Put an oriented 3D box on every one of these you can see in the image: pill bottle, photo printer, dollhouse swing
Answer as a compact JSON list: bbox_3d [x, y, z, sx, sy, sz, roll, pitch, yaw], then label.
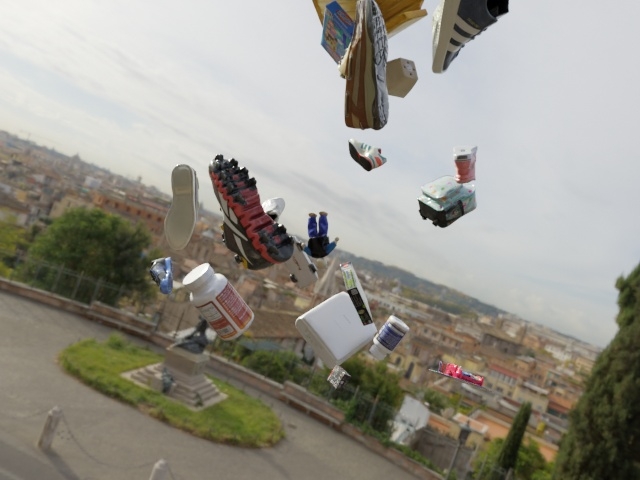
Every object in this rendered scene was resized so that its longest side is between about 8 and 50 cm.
[{"bbox_3d":[-0.300,0.177,1.521,0.216,0.121,0.121,57,-16,-22],"label":"pill bottle"},{"bbox_3d":[0.082,0.367,2.212,0.307,0.107,0.256,-26,69,-41],"label":"photo printer"},{"bbox_3d":[0.174,-0.973,2.010,0.315,0.347,0.305,-19,3,39],"label":"dollhouse swing"},{"bbox_3d":[0.275,0.399,2.116,0.094,0.169,0.094,35,6,-4],"label":"pill bottle"}]

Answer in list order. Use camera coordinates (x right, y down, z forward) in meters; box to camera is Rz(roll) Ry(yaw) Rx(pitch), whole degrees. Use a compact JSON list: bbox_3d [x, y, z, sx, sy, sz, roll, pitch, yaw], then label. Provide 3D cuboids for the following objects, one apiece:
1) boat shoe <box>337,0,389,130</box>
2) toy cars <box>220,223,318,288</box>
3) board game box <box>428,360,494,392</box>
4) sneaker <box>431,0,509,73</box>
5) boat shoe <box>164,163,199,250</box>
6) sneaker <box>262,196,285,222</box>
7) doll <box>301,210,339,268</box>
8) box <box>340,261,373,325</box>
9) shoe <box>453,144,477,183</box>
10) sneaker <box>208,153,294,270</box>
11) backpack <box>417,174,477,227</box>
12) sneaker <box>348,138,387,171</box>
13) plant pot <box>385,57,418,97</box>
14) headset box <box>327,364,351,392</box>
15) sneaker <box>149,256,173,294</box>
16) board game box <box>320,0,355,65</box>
[{"bbox_3d":[0.100,-0.439,1.317,0.120,0.324,0.122,-1,-1,27],"label":"boat shoe"},{"bbox_3d":[-0.181,0.037,1.897,0.393,0.176,0.087,20,13,-4],"label":"toy cars"},{"bbox_3d":[0.339,0.318,1.232,0.133,0.033,0.168,11,-13,34],"label":"board game box"},{"bbox_3d":[0.329,-0.486,1.148,0.148,0.131,0.350,0,-14,4],"label":"sneaker"},{"bbox_3d":[-0.514,-0.120,1.968,0.116,0.324,0.097,0,-7,5],"label":"boat shoe"},{"bbox_3d":[-0.187,-0.095,1.999,0.115,0.232,0.090,-13,-62,40],"label":"sneaker"},{"bbox_3d":[0.000,0.000,1.712,0.129,0.189,0.046,-6,-17,13],"label":"doll"},{"bbox_3d":[0.121,0.177,1.710,0.114,0.036,0.207,-102,170,-46],"label":"box"},{"bbox_3d":[0.389,-0.207,1.406,0.063,0.081,0.178,0,19,20],"label":"shoe"},{"bbox_3d":[-0.175,-0.051,1.132,0.097,0.135,0.276,-27,82,-51],"label":"sneaker"},{"bbox_3d":[0.457,-0.149,1.853,0.188,0.144,0.166,-21,27,-17],"label":"backpack"},{"bbox_3d":[0.147,-0.273,1.627,0.075,0.057,0.161,-19,43,-16],"label":"sneaker"},{"bbox_3d":[0.276,-0.573,1.812,0.109,0.109,0.096,-1,-14,-37],"label":"plant pot"},{"bbox_3d":[0.062,0.470,1.780,0.032,0.062,0.083,33,-3,-24],"label":"headset box"},{"bbox_3d":[-0.669,0.153,2.178,0.090,0.081,0.232,-11,31,-8],"label":"sneaker"},{"bbox_3d":[0.072,-0.726,1.874,0.160,0.047,0.210,52,-15,9],"label":"board game box"}]
